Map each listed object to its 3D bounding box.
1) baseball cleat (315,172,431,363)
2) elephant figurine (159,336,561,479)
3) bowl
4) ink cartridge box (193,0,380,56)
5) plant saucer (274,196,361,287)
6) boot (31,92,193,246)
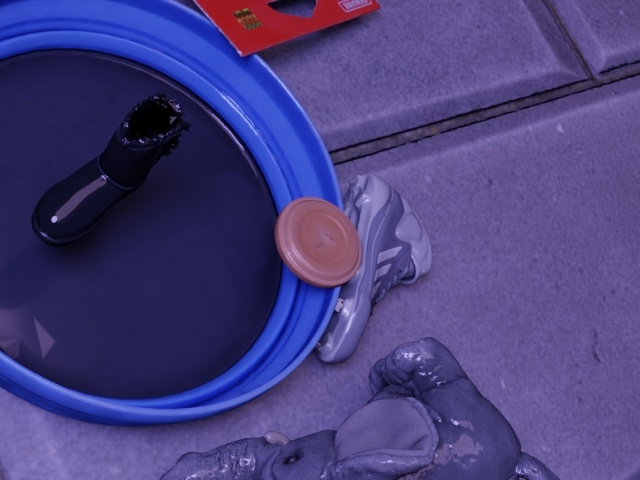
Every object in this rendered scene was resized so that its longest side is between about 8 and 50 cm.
[{"bbox_3d":[0.055,0.033,1.017,0.109,0.072,0.206,29,56,-25],"label":"baseball cleat"},{"bbox_3d":[0.033,0.192,0.861,0.239,0.186,0.169,-24,86,-44],"label":"elephant figurine"},{"bbox_3d":[-0.162,-0.034,0.905,0.391,0.077,0.391,16,58,-27],"label":"bowl"},{"bbox_3d":[-0.068,-0.310,1.076,0.239,0.060,0.275,47,37,7],"label":"ink cartridge box"},{"bbox_3d":[0.000,0.000,0.935,0.083,0.013,0.084,15,59,-26],"label":"plant saucer"},{"bbox_3d":[-0.153,-0.054,0.807,0.045,0.099,0.121,48,50,0],"label":"boot"}]
